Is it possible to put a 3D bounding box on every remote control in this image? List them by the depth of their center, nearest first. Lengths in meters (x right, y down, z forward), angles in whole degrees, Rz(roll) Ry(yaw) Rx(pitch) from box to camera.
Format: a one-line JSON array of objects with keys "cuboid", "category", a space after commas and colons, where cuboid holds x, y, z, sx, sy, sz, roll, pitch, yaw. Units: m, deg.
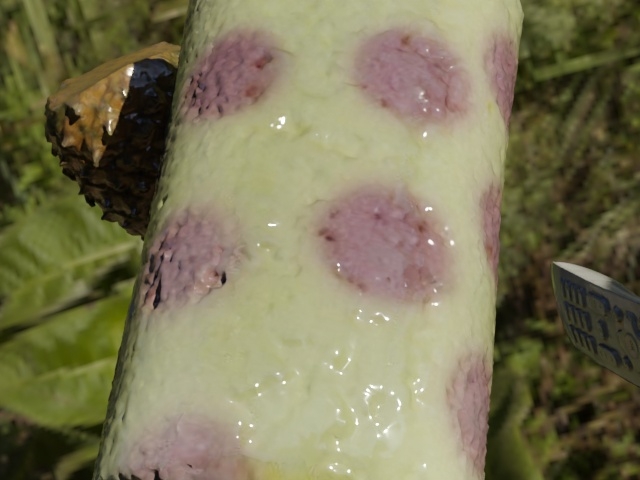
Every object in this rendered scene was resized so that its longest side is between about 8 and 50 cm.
[{"cuboid": [0.226, 0.061, 1.254, 0.044, 0.073, 0.229, -15, 13, -13], "category": "remote control"}]

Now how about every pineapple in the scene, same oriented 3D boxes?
[{"cuboid": [-0.075, -0.005, 1.079, 0.125, 0.251, 0.125, -25, 20, 10], "category": "pineapple"}]

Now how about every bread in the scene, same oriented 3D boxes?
[{"cuboid": [0.000, 0.000, 0.856, 0.187, 0.338, 0.155, 13, -32, -6], "category": "bread"}]
